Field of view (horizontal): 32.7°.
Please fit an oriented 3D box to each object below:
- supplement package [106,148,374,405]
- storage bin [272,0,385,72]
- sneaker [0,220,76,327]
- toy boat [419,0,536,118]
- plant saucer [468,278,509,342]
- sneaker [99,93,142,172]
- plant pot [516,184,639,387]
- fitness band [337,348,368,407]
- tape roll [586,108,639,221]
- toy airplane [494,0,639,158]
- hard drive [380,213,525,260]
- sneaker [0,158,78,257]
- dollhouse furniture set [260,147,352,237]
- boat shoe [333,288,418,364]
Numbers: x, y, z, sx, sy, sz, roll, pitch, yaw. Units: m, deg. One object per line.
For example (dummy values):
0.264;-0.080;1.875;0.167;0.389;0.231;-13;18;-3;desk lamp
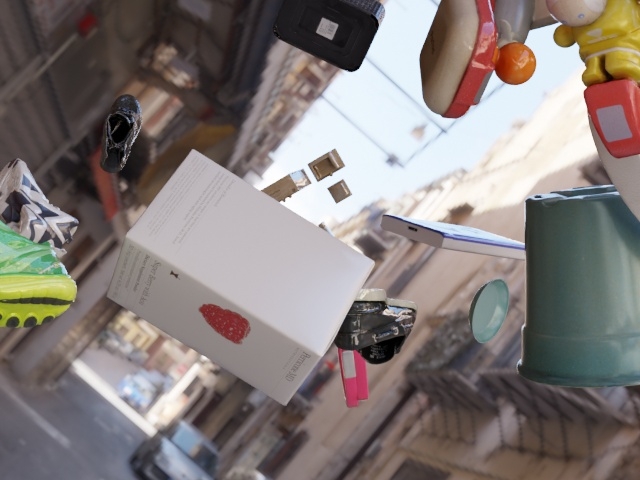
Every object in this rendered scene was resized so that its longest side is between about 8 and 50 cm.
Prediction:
-0.110;0.053;1.470;0.293;0.175;0.177;31;-36;0;supplement package
0.016;-0.407;2.019;0.180;0.122;0.084;26;30;-1;storage bin
-0.429;0.028;1.265;0.296;0.109;0.123;15;38;-44;sneaker
0.225;-0.258;1.504;0.151;0.151;0.231;16;35;-8;toy boat
0.295;0.122;1.935;0.021;0.119;0.119;17;-23;38;plant saucer
-0.295;-0.167;1.618;0.051;0.170;0.089;15;-32;-10;sneaker
0.523;0.071;2.042;0.341;0.341;0.334;-172;-106;-71;plant pot
0.068;0.253;2.540;0.209;0.054;0.290;-101;-175;-56;fitness band
0.621;-0.143;1.917;0.392;0.392;0.072;43;-50;-13;tape roll
0.426;-0.367;1.591;0.272;0.386;0.384;1;40;-46;toy airplane
0.329;-0.007;2.613;0.319;0.040;0.210;8;9;-41;hard drive
-0.559;-0.053;2.166;0.153;0.094;0.235;39;11;-45;sneaker
0.000;0.000;2.644;0.355;0.303;0.174;59;12;-2;dollhouse furniture set
0.090;0.150;1.821;0.127;0.113;0.340;-2;-10;11;boat shoe
